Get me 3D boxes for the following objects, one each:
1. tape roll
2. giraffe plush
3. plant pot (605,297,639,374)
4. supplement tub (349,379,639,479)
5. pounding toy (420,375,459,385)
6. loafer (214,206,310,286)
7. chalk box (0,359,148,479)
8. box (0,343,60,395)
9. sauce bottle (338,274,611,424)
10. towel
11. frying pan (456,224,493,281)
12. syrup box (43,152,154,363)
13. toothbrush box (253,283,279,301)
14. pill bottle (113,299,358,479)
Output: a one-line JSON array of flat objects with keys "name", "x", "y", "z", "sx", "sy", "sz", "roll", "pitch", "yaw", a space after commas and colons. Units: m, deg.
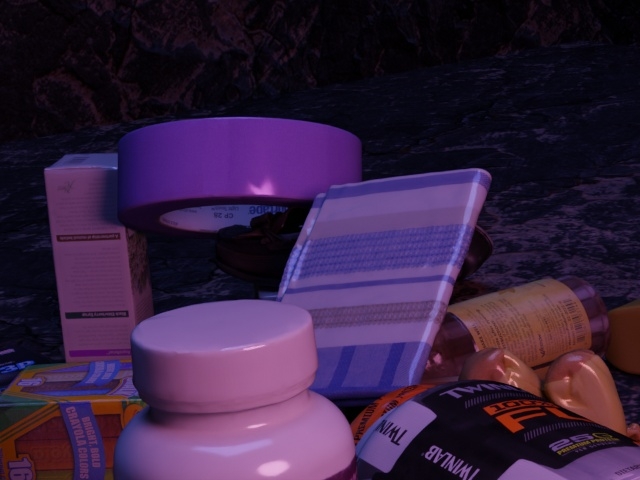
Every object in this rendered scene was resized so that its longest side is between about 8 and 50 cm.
[{"name": "tape roll", "x": -0.090, "y": -0.066, "z": 2.194, "sx": 0.275, "sy": 0.090, "sz": 0.275, "roll": -1, "pitch": -9, "yaw": 0}, {"name": "giraffe plush", "x": 0.210, "y": 0.171, "z": 1.679, "sx": 0.210, "sy": 0.181, "sz": 0.170, "roll": 18, "pitch": 8, "yaw": 5}, {"name": "plant pot", "x": 0.350, "y": 0.100, "z": 2.115, "sx": 0.081, "sy": 0.081, "sz": 0.083, "roll": -18, "pitch": 9, "yaw": -42}, {"name": "supplement tub", "x": 0.150, "y": 0.221, "z": 1.407, "sx": 0.207, "sy": 0.207, "sz": 0.338, "roll": -11, "pitch": 15, "yaw": -26}, {"name": "pounding toy", "x": 0.066, "y": 0.202, "z": 1.777, "sx": 0.206, "sy": 0.094, "sz": 0.181, "roll": -7, "pitch": 15, "yaw": 32}, {"name": "loafer", "x": 0.000, "y": 0.000, "z": 2.094, "sx": 0.109, "sy": 0.095, "sz": 0.302, "roll": -20, "pitch": 21, "yaw": -41}, {"name": "chalk box", "x": -0.179, "y": 0.188, "z": 1.807, "sx": 0.213, "sy": 0.132, "sz": 0.132, "roll": -4, "pitch": 13, "yaw": 9}, {"name": "box", "x": -0.380, "y": 0.175, "z": 2.095, "sx": 0.220, "sy": 0.051, "sz": 0.175, "roll": -13, "pitch": 16, "yaw": -30}, {"name": "sauce bottle", "x": 0.144, "y": 0.118, "z": 2.028, "sx": 0.344, "sy": 0.111, "sz": 0.111, "roll": -12, "pitch": 15, "yaw": -34}, {"name": "towel", "x": 0.045, "y": 0.047, "z": 1.893, "sx": 0.209, "sy": 0.034, "sz": 0.285, "roll": -7, "pitch": 45, "yaw": 33}, {"name": "frying pan", "x": 0.094, "y": -0.020, "z": 2.405, "sx": 0.197, "sy": 0.053, "sz": 0.326, "roll": -1, "pitch": -25, "yaw": 24}, {"name": "syrup box", "x": -0.257, "y": 0.021, "z": 2.294, "sx": 0.096, "sy": 0.237, "sz": 0.093, "roll": -1, "pitch": 14, "yaw": 10}, {"name": "toothbrush box", "x": 0.029, "y": 0.072, "z": 2.240, "sx": 0.206, "sy": 0.122, "sz": 0.283, "roll": -6, "pitch": 15, "yaw": -2}, {"name": "pill bottle", "x": -0.054, "y": 0.201, "z": 1.353, "sx": 0.169, "sy": 0.301, "sz": 0.169, "roll": -4, "pitch": 14, "yaw": 1}]
